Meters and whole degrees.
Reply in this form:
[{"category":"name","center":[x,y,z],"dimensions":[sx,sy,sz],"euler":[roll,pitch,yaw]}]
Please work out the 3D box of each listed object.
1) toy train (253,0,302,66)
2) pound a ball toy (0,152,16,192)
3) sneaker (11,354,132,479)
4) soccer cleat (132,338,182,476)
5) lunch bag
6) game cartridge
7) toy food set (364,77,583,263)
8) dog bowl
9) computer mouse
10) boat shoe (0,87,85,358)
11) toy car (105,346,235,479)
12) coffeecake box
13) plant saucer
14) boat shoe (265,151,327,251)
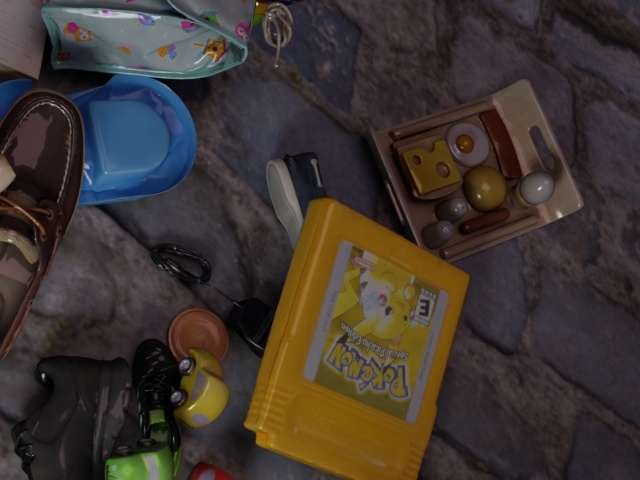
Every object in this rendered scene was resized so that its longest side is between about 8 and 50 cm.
[{"category":"toy train","center":[-0.082,-0.335,1.789],"dimensions":[0.105,0.143,0.248],"euler":[6,76,-17]},{"category":"pound a ball toy","center":[-0.492,-0.167,1.383],"dimensions":[0.135,0.208,0.319],"euler":[-42,68,-16]},{"category":"sneaker","center":[-0.302,0.267,1.512],"dimensions":[0.130,0.109,0.286],"euler":[13,59,-16]},{"category":"soccer cleat","center":[-0.197,0.205,1.584],"dimensions":[0.060,0.072,0.179],"euler":[-7,76,-5]},{"category":"lunch bag","center":[-0.206,-0.329,1.638],"dimensions":[0.262,0.160,0.223],"euler":[3,59,1]},{"category":"game cartridge","center":[0.057,0.145,1.680],"dimensions":[0.285,0.052,0.324],"euler":[27,70,-36]},{"category":"toy food set","center":[0.227,-0.101,1.889],"dimensions":[0.306,0.092,0.220],"euler":[-20,84,-31]},{"category":"dog bowl","center":[-0.307,-0.118,1.639],"dimensions":[0.297,0.074,0.166],"euler":[-8,77,-28]},{"category":"computer mouse","center":[-0.124,0.086,1.690],"dimensions":[0.242,0.041,0.071],"euler":[39,46,-3]},{"category":"boat shoe","center":[-0.351,-0.008,1.487],"dimensions":[0.123,0.123,0.342],"euler":[21,89,-19]},{"category":"toy car","center":[-0.164,0.256,1.512],"dimensions":[0.225,0.053,0.239],"euler":[-12,97,-60]},{"category":"coffeecake box","center":[-0.416,-0.300,1.625],"dimensions":[0.142,0.068,0.186],"euler":[22,64,-38]},{"category":"plant saucer","center":[-0.157,0.128,1.669],"dimensions":[0.083,0.013,0.084],"euler":[8,71,-24]},{"category":"boat shoe","center":[0.000,0.000,1.747],"dimensions":[0.079,0.095,0.255],"euler":[-15,72,-18]}]
